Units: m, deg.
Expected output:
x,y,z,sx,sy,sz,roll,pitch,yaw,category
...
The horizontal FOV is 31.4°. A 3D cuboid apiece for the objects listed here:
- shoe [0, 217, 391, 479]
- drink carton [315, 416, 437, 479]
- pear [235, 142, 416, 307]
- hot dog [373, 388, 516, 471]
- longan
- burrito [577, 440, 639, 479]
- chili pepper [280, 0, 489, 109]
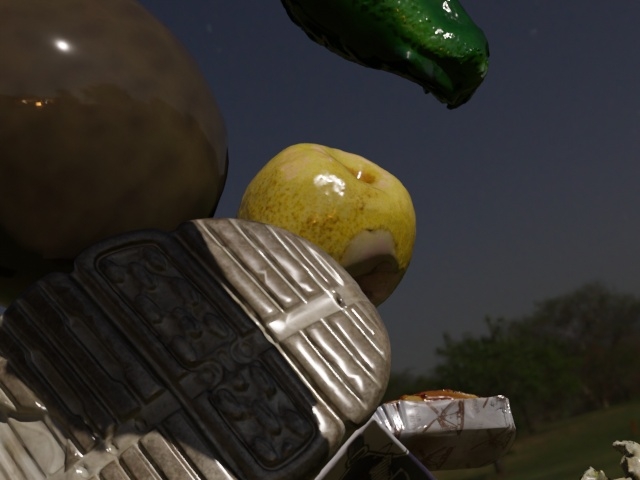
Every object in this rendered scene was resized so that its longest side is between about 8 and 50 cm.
x,y,z,sx,sy,sz,roll,pitch,yaw,category
-0.123,0.132,0.640,0.351,0.172,0.198,-28,-26,-9,shoe
-0.003,0.192,0.918,0.134,0.102,0.222,-47,-32,-6,drink carton
0.000,0.000,1.593,0.271,0.271,0.271,-16,-11,-3,pear
0.112,0.192,1.133,0.192,0.053,0.099,-1,-56,-26,hot dog
-0.288,-0.100,1.129,0.404,0.404,0.336,-7,-39,-39,longan
0.115,0.120,0.426,0.055,0.041,0.149,-31,6,17,burrito
-0.010,-0.132,0.503,0.062,0.216,0.108,-42,-18,0,chili pepper
